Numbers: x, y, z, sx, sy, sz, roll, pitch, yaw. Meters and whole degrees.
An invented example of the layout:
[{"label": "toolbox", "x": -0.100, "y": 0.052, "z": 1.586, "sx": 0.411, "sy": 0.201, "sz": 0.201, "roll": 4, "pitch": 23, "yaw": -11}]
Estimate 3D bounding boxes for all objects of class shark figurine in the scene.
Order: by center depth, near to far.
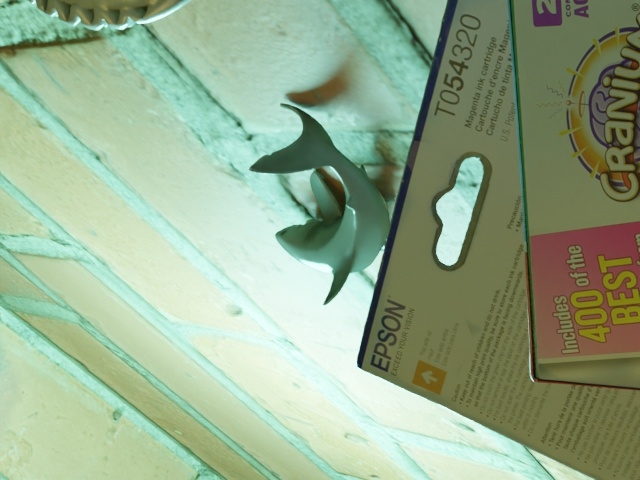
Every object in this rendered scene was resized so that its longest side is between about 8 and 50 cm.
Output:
[{"label": "shark figurine", "x": 0.015, "y": -0.002, "z": 1.108, "sx": 0.166, "sy": 0.116, "sz": 0.278, "roll": 24, "pitch": 159, "yaw": 10}]

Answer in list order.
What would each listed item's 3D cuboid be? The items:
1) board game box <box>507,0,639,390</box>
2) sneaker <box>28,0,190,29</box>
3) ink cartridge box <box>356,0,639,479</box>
[{"label": "board game box", "x": 0.249, "y": -0.042, "z": 0.543, "sx": 0.317, "sy": 0.064, "sz": 0.242, "roll": 3, "pitch": 111, "yaw": 26}, {"label": "sneaker", "x": -0.203, "y": -0.241, "z": 0.884, "sx": 0.292, "sy": 0.110, "sz": 0.118, "roll": 19, "pitch": 147, "yaw": 23}, {"label": "ink cartridge box", "x": 0.210, "y": 0.015, "z": 0.767, "sx": 0.330, "sy": 0.071, "sz": 0.324, "roll": 25, "pitch": 126, "yaw": 17}]
